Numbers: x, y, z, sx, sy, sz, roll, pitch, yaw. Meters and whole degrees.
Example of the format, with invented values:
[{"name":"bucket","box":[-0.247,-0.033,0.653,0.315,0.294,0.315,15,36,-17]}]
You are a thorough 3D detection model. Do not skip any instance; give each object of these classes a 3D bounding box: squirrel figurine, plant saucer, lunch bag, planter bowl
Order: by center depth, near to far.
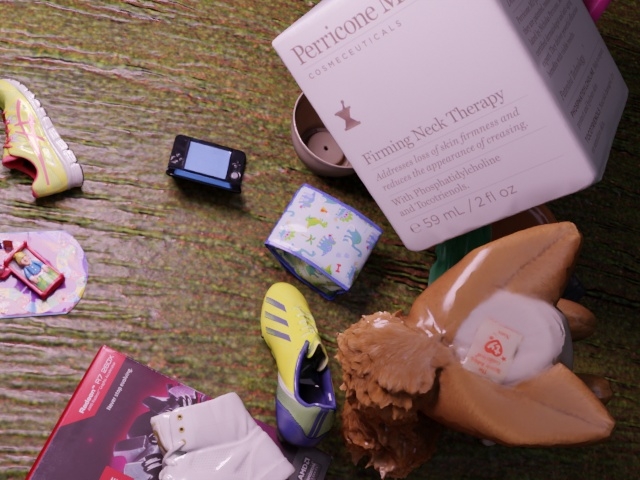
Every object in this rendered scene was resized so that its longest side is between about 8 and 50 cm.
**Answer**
[{"name":"squirrel figurine","box":[0.209,0.187,1.229,0.396,0.370,0.281,-14,73,5]},{"name":"lunch bag","box":[0.000,0.000,1.355,0.151,0.096,0.129,36,64,-11]},{"name":"planter bowl","box":[0.020,-0.173,1.421,0.162,0.109,0.162,6,68,-15]},{"name":"plant saucer","box":[0.345,-0.007,1.493,0.199,0.037,0.200,6,68,-14]}]

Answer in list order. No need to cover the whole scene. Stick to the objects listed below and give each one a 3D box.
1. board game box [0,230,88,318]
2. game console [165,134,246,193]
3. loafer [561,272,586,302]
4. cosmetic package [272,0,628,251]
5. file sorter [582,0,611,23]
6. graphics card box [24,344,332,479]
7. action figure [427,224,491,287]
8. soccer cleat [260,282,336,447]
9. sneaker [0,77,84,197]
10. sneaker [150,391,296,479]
[{"name":"board game box","box":[-0.429,0.044,1.245,0.168,0.033,0.133,-3,70,-17]},{"name":"game console","box":[-0.181,-0.124,1.363,0.122,0.071,0.107,15,66,-11]},{"name":"loafer","box":[0.382,0.103,1.444,0.170,0.062,0.061,-33,96,-35]},{"name":"cosmetic package","box":[0.211,-0.261,1.280,0.394,0.329,0.327,55,40,-14]},{"name":"file sorter","box":[0.345,-0.428,1.495,0.182,0.290,0.202,47,63,-15]},{"name":"graphics card box","box":[-0.195,0.330,1.169,0.370,0.094,0.233,28,64,-5]},{"name":"action figure","box":[0.245,0.017,1.424,0.137,0.063,0.232,0,72,20]},{"name":"soccer cleat","box":[-0.024,0.161,1.232,0.093,0.121,0.289,14,41,-23]},{"name":"sneaker","box":[-0.453,-0.155,1.290,0.094,0.081,0.209,-33,82,-23]},{"name":"sneaker","box":[-0.191,0.312,1.074,0.292,0.108,0.169,-30,78,-34]}]
